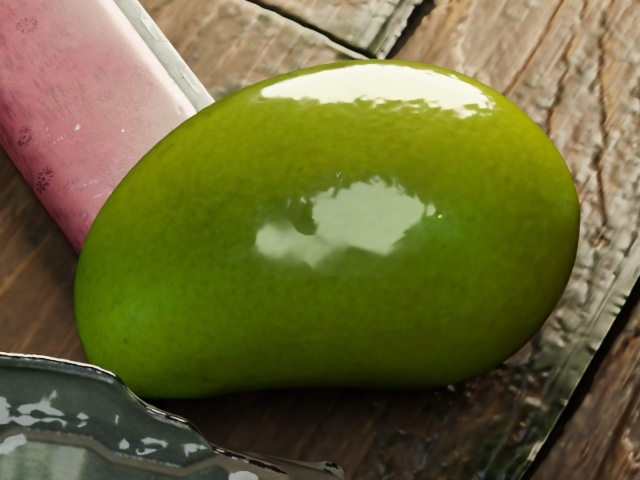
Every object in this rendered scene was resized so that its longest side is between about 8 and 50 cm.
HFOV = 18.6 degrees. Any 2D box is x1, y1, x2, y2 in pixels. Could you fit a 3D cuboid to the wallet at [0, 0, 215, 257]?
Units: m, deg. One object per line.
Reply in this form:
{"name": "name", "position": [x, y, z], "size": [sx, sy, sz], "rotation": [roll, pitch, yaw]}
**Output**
{"name": "wallet", "position": [-0.138, -0.084, 1.171], "size": [0.119, 0.025, 0.232], "rotation": [-31, 64, -14]}

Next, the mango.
{"name": "mango", "position": [0.003, -0.008, 1.052], "size": [0.273, 0.149, 0.185], "rotation": [-3, 67, 4]}

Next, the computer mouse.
{"name": "computer mouse", "position": [-0.106, 0.169, 0.983], "size": [0.389, 0.115, 0.199], "rotation": [15, 82, -11]}
